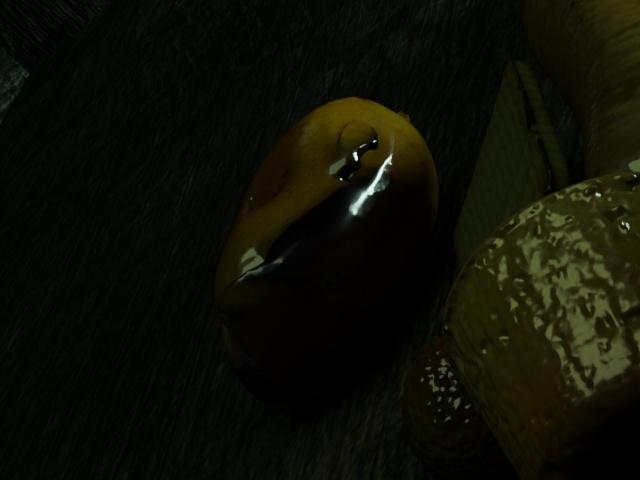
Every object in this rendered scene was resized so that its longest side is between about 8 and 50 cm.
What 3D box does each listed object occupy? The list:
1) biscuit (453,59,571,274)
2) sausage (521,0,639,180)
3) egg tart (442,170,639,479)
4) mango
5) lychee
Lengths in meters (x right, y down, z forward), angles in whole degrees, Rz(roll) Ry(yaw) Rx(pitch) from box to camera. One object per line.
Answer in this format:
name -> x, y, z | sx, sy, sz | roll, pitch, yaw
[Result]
biscuit -> 0.142, -0.020, 1.346 | 0.254, 0.029, 0.172 | -90, 15, -64
sausage -> 0.233, -0.112, 1.296 | 0.136, 0.123, 0.501 | -30, 23, 13
egg tart -> 0.174, 0.081, 0.977 | 0.202, 0.202, 0.147 | -39, 33, 22
mango -> 0.000, 0.000, 1.532 | 0.201, 0.152, 0.287 | -13, 39, 51
lychee -> 0.108, 0.106, 1.160 | 0.114, 0.114, 0.146 | -60, 5, -32
